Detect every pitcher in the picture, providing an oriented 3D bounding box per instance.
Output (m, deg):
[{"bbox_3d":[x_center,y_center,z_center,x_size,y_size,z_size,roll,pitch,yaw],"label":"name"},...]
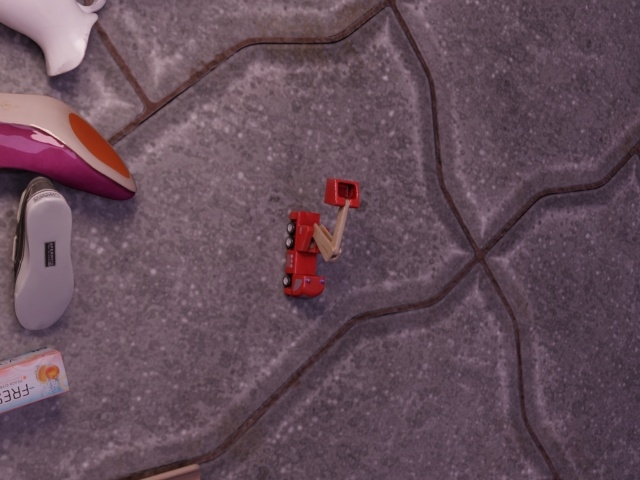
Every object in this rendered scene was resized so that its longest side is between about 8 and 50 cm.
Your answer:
[{"bbox_3d":[-0.380,-0.351,1.337,0.207,0.125,0.178,50,44,-36],"label":"pitcher"}]

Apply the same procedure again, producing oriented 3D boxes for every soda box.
[{"bbox_3d":[-0.435,0.198,1.339,0.183,0.063,0.058,-15,101,-33],"label":"soda box"}]

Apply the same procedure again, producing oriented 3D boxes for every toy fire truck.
[{"bbox_3d":[0.000,0.000,1.589,0.047,0.135,0.192,6,88,-35],"label":"toy fire truck"}]

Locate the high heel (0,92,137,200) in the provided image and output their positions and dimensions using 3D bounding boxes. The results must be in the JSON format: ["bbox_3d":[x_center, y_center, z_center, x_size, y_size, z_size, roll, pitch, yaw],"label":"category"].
[{"bbox_3d":[-0.427,-0.119,1.341,0.181,0.127,0.377,-41,130,15],"label":"high heel"}]

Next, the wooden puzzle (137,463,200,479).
[{"bbox_3d":[-0.269,0.463,1.480,0.220,0.044,0.239,-9,101,-34],"label":"wooden puzzle"}]

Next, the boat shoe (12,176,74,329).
[{"bbox_3d":[-0.374,0.019,1.352,0.077,0.070,0.219,-3,124,-30],"label":"boat shoe"}]
